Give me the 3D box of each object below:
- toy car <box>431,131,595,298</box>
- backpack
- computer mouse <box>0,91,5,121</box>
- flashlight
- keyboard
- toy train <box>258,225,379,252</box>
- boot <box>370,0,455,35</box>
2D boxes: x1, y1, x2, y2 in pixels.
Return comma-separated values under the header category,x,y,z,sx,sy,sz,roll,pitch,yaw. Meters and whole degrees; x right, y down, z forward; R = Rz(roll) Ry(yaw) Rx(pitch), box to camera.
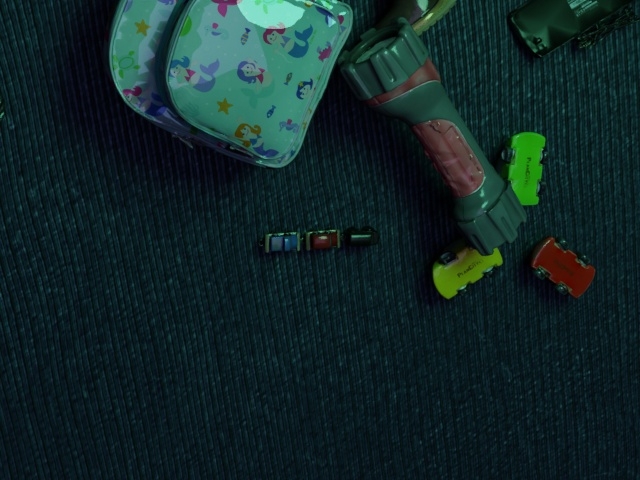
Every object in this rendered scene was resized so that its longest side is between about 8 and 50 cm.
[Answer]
category,x,y,z,sx,sy,sz,roll,pitch,yaw
toy car,0.259,-0.035,1.352,0.239,0.053,0.225,0,104,-17
backpack,-0.112,-0.212,1.136,0.253,0.191,0.225,22,98,-15
computer mouse,-0.426,-0.255,1.082,0.188,0.072,0.272,3,123,-20
flashlight,0.138,-0.114,1.207,0.103,0.103,0.304,-33,114,6
keyboard,0.342,-0.297,1.326,0.192,0.038,0.100,-31,87,-5
toy train,0.000,0.000,1.295,0.158,0.036,0.027,-4,105,-15
boot,0.092,-0.361,1.221,0.248,0.090,0.207,-44,97,3
